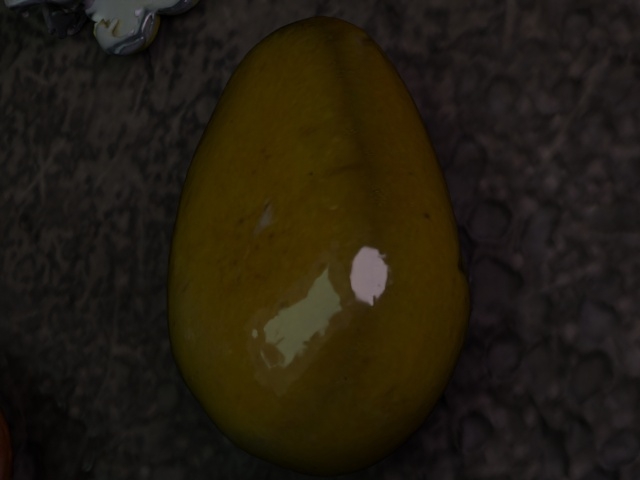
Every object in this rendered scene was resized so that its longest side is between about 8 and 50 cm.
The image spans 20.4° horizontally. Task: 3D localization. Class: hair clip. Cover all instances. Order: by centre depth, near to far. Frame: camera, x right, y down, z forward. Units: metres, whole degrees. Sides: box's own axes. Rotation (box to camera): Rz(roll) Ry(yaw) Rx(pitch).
[{"bbox_3d":[-0.086,-0.159,0.873,0.172,0.049,0.116,-31,66,28],"label":"hair clip"}]

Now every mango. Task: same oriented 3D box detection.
[{"bbox_3d":[0.000,0.000,0.733,0.137,0.098,0.195,-11,65,40],"label":"mango"}]

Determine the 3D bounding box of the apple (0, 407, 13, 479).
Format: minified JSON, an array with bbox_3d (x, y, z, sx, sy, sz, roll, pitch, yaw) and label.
[{"bbox_3d":[-0.223,0.116,0.868,0.146,0.146,0.147,-11,73,38],"label":"apple"}]
